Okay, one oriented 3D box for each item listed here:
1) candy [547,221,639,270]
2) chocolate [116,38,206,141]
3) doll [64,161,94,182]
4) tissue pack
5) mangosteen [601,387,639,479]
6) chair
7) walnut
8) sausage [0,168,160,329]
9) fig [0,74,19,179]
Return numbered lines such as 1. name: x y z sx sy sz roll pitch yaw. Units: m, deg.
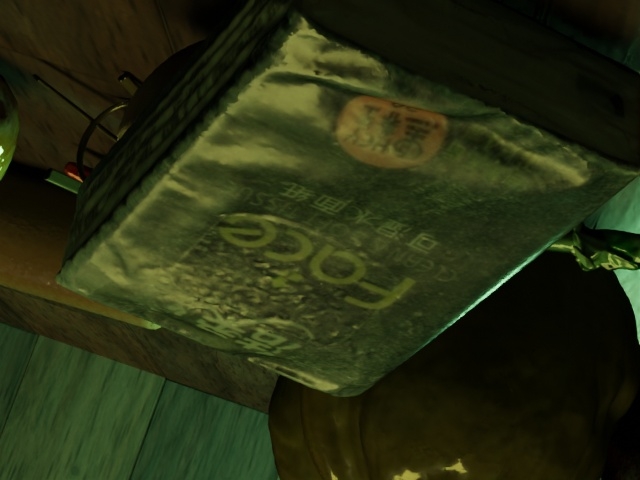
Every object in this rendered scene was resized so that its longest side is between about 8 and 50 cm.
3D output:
1. candy: 0.167 0.004 1.235 0.323 0.097 0.097 5 165 18
2. chocolate: -0.003 -0.074 1.292 0.254 0.080 0.157 20 158 -27
3. doll: -0.161 -0.030 1.840 0.109 0.057 0.169 32 -170 31
4. tissue pack: 0.010 -0.036 1.137 0.228 0.103 0.316 23 142 -20
5. mangosteen: 0.359 0.165 1.471 0.275 0.275 0.302 18 137 10
6. chair: -0.145 -0.063 1.582 0.221 0.104 0.095 38 -176 -46
7. walnut: 0.101 0.107 1.489 0.282 0.277 0.253 17 157 35
8. sausage: -0.243 0.010 1.990 0.253 0.123 0.123 16 168 18
9. fig: -0.359 -0.046 1.609 0.159 0.257 0.159 23 -176 -2
